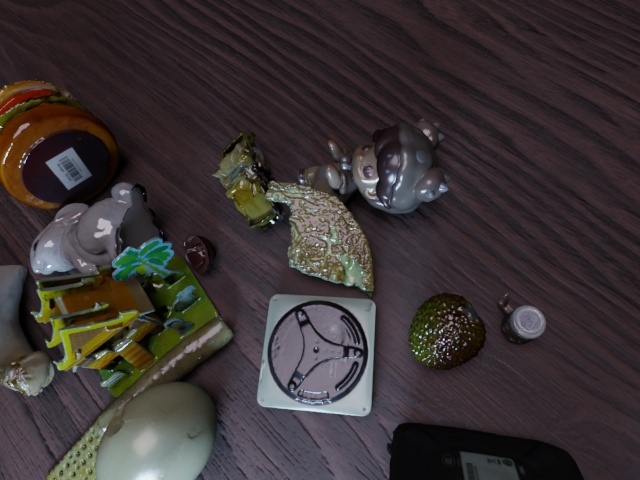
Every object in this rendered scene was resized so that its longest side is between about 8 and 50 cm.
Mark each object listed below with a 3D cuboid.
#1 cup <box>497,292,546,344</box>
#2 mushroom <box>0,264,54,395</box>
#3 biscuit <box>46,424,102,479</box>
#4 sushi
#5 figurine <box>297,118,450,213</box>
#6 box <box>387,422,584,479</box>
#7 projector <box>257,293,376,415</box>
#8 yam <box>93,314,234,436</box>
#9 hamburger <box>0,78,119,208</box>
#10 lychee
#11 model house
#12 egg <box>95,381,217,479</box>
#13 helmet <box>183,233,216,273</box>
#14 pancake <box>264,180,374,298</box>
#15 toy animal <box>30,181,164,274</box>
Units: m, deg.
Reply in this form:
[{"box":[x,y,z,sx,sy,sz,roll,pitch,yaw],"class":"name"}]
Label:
[{"box":[0.437,0.169,0.926,0.074,0.099,0.102,-5,69,8],"class":"cup"},{"box":[-0.831,0.247,1.121,0.177,0.126,0.397,-31,63,-12],"class":"mushroom"},{"box":[-0.539,0.520,1.019,0.139,0.016,0.231,38,81,20],"class":"biscuit"},{"box":[-0.196,-0.158,1.164,0.139,0.131,0.291,-32,72,22],"class":"sushi"},{"box":[0.127,-0.162,1.071,0.379,0.203,0.249,-11,52,21],"class":"figurine"},{"box":[0.282,0.451,0.723,0.349,0.359,0.091,2,104,12],"class":"box"},{"box":[-0.005,0.257,0.985,0.258,0.079,0.258,2,69,9],"class":"projector"},{"box":[-0.370,0.320,1.023,0.371,0.083,0.083,-39,68,-9],"class":"yam"},{"box":[-0.771,-0.269,1.201,0.250,0.330,0.330,40,81,24],"class":"hamburger"},{"box":[0.266,0.199,0.922,0.171,0.171,0.172,-4,69,9],"class":"lychee"},{"box":[-0.458,0.162,0.984,0.357,0.313,0.243,-36,70,-5],"class":"model house"},{"box":[-0.343,0.429,0.907,0.218,0.219,0.270,28,74,19],"class":"egg"},{"box":[-0.312,0.032,1.141,0.089,0.057,0.111,-46,70,30],"class":"helmet"},{"box":[0.001,0.000,1.043,0.197,0.054,0.377,-37,85,1],"class":"pancake"},{"box":[-0.621,-0.014,1.158,0.356,0.194,0.258,-1,79,18],"class":"toy animal"}]
